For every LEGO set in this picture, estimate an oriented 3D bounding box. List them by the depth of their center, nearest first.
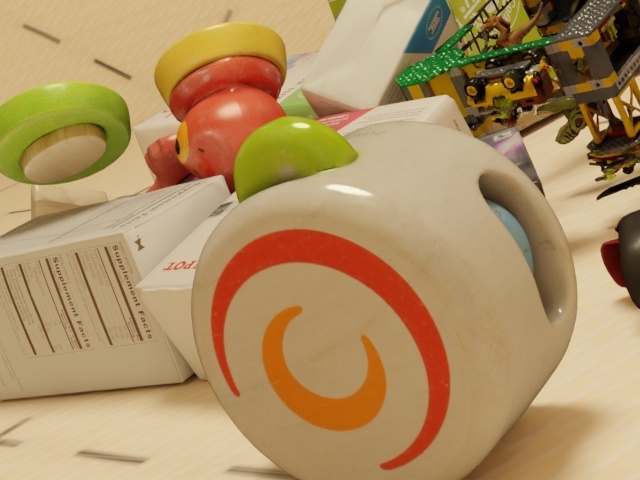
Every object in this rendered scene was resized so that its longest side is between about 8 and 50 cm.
[{"bbox_3d":[0.239,-0.128,1.180,0.255,0.192,0.331,-13,25,36],"label":"LEGO set"}]

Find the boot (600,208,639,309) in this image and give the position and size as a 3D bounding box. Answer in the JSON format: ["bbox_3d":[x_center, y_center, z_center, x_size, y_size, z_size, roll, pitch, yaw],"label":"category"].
[{"bbox_3d":[0.283,-0.030,0.936,0.176,0.088,0.244,-18,13,31],"label":"boot"}]

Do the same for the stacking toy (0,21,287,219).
[{"bbox_3d":[-0.149,-0.043,1.285,0.279,0.130,0.309,-15,-26,-7],"label":"stacking toy"}]

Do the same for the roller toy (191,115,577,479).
[{"bbox_3d":[0.039,0.038,0.780,0.191,0.209,0.146,25,33,20],"label":"roller toy"}]

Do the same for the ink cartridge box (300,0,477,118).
[{"bbox_3d":[0.076,-0.129,1.265,0.078,0.231,0.134,21,76,26],"label":"ink cartridge box"}]

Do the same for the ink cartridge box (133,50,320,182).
[{"bbox_3d":[-0.059,-0.124,1.556,0.353,0.119,0.207,-4,24,39],"label":"ink cartridge box"}]

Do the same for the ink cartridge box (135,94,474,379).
[{"bbox_3d":[0.000,0.000,1.076,0.172,0.100,0.237,-5,34,49],"label":"ink cartridge box"}]

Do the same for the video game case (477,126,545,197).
[{"bbox_3d":[0.116,-0.050,1.383,0.196,0.026,0.274,-18,12,8],"label":"video game case"}]

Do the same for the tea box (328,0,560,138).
[{"bbox_3d":[0.201,-0.310,1.646,0.329,0.324,0.220,-29,15,-31],"label":"tea box"}]

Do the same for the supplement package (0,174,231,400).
[{"bbox_3d":[-0.187,0.045,1.199,0.244,0.134,0.139,-10,16,39],"label":"supplement package"}]
